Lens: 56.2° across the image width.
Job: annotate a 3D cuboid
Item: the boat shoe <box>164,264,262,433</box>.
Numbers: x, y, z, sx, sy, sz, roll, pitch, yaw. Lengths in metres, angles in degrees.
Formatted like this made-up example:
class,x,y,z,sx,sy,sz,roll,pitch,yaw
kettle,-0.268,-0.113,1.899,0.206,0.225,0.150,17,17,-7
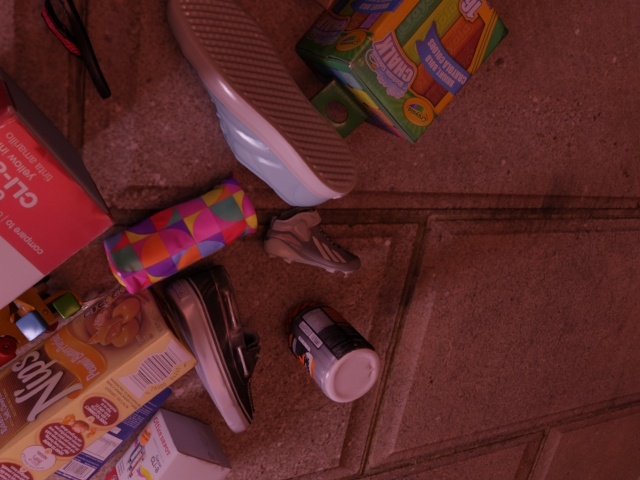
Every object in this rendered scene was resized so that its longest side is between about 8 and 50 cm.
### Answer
class,x,y,z,sx,sy,sz,roll,pitch,yaw
boat shoe,-0.155,0.195,1.032,0.119,0.121,0.335,-26,125,-21

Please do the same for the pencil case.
class,x,y,z,sx,sy,sz,roll,pitch,yaw
pencil case,-0.210,-0.011,0.919,0.236,0.104,0.104,-29,124,-18

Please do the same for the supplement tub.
class,x,y,z,sx,sy,sz,roll,pitch,yaw
supplement tub,0.015,0.194,1.089,0.117,0.190,0.117,-12,118,-25

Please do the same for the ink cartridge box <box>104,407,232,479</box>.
class,x,y,z,sx,sy,sz,roll,pitch,yaw
ink cartridge box,-0.272,0.417,1.068,0.127,0.128,0.176,37,91,-37

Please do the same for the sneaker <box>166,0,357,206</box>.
class,x,y,z,sx,sy,sz,roll,pitch,yaw
sneaker,-0.111,-0.185,0.872,0.366,0.150,0.135,52,45,-15

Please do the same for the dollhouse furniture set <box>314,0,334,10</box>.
class,x,y,z,sx,sy,sz,roll,pitch,yaw
dollhouse furniture set,-0.025,-0.443,0.732,0.259,0.262,0.135,37,90,-6

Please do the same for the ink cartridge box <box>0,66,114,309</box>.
class,x,y,z,sx,sy,sz,roll,pitch,yaw
ink cartridge box,-0.455,-0.003,0.659,0.385,0.279,0.160,-40,128,-9

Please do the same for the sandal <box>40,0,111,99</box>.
class,x,y,z,sx,sy,sz,roll,pitch,yaw
sandal,-0.317,-0.259,0.754,0.040,0.067,0.179,-19,125,-8

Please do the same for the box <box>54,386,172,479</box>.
class,x,y,z,sx,sy,sz,roll,pitch,yaw
box,-0.373,0.298,1.008,0.225,0.036,0.136,-45,128,-2

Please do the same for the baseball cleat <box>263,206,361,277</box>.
class,x,y,z,sx,sy,sz,roll,pitch,yaw
baseball cleat,0.000,0.000,1.061,0.206,0.072,0.109,11,101,-38

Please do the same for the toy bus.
class,x,y,z,sx,sy,sz,roll,pitch,yaw
toy bus,-0.426,0.098,0.833,0.191,0.202,0.104,-35,96,-3

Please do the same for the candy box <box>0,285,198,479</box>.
class,x,y,z,sx,sy,sz,roll,pitch,yaw
candy box,-0.354,0.205,0.882,0.316,0.183,0.087,-36,126,-11

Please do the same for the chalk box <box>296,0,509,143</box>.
class,x,y,z,sx,sy,sz,roll,pitch,yaw
chalk box,0.100,-0.280,0.914,0.289,0.179,0.180,-51,127,1
